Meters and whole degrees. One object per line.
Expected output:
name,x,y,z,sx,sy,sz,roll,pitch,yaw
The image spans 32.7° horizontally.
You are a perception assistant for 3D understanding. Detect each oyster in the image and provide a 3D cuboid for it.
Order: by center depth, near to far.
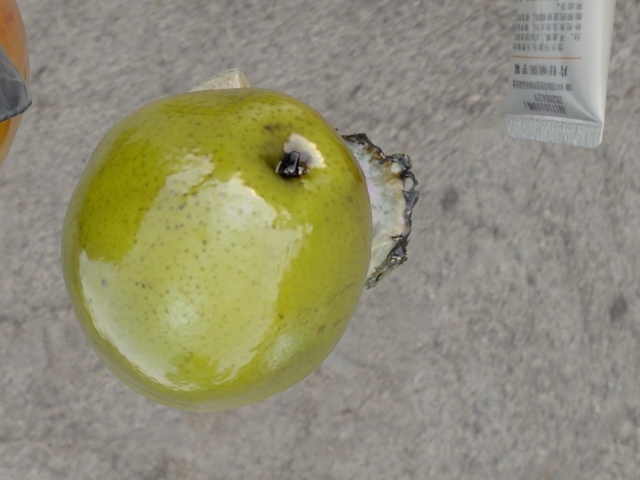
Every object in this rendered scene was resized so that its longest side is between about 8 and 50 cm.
oyster,0.002,-0.005,1.220,0.198,0.092,0.259,14,109,5

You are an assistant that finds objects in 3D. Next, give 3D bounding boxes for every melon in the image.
melon,-0.193,-0.201,1.713,0.182,0.054,0.098,-16,59,22

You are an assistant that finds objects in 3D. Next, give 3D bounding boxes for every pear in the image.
pear,-0.088,0.004,0.946,0.294,0.294,0.294,8,113,20

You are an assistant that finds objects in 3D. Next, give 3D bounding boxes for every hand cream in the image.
hand cream,0.241,-0.248,1.056,0.140,0.089,0.314,22,107,56

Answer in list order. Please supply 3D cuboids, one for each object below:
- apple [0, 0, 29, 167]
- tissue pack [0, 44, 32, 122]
apple,-0.368,-0.123,0.827,0.299,0.275,0.298,-7,112,-17
tissue pack,-0.159,-0.075,0.352,0.051,0.156,0.112,-24,102,8
